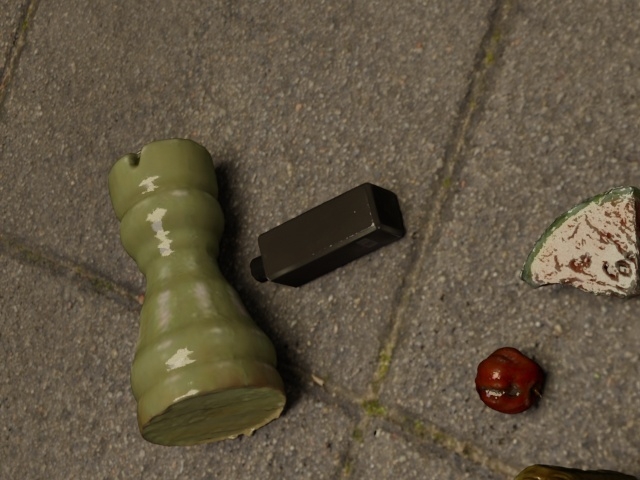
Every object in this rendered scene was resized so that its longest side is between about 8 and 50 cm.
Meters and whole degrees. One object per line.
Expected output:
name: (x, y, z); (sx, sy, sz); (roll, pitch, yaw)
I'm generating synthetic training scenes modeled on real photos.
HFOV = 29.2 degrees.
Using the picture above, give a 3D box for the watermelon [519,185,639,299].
watermelon: (0.357, 0.025, 1.564); (0.187, 0.071, 0.139); (-39, 67, 14)

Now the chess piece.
chess piece: (-0.208, 0.072, 1.871); (0.234, 0.234, 0.442); (-31, 60, 27)

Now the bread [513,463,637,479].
bread: (0.301, 0.306, 1.417); (0.087, 0.269, 0.098); (-38, 61, 21)

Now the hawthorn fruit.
hawthorn fruit: (0.248, 0.183, 1.597); (0.093, 0.093, 0.093); (-8, 76, 34)

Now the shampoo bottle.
shampoo bottle: (0.000, 0.000, 1.812); (0.246, 0.080, 0.079); (-26, 65, 29)
